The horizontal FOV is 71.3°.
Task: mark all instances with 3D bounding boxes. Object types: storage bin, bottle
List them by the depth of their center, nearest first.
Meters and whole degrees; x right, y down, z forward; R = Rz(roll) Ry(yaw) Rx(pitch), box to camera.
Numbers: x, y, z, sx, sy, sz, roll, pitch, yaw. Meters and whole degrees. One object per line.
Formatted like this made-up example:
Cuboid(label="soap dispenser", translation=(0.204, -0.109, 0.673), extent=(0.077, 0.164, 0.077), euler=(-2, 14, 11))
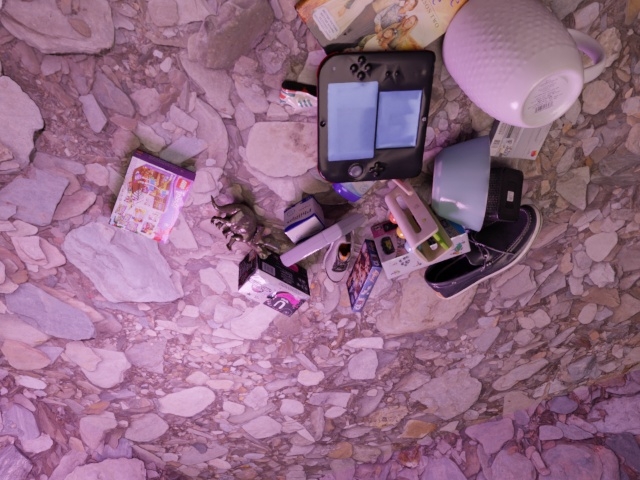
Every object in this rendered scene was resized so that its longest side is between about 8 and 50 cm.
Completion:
Cuboid(label="bottle", translation=(0.164, -0.257, 1.482), extent=(0.118, 0.092, 0.283), euler=(29, 120, -30))
Cuboid(label="storage bin", translation=(0.630, -0.159, 1.558), extent=(0.122, 0.084, 0.180), euler=(4, 92, -33))

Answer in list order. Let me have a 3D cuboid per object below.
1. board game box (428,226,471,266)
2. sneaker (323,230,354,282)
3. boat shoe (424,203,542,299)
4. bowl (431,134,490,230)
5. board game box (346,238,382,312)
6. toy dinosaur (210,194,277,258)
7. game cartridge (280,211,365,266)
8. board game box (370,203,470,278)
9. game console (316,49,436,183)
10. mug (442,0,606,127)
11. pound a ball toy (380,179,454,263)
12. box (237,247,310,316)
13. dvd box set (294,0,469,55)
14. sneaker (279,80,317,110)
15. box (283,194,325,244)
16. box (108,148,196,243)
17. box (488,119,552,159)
Cuboid(label="board game box", translation=(0.492, -0.001, 1.762), extent=(0.211, 0.039, 0.160), euler=(-27, 127, 12))
Cuboid(label="sneaker", translation=(0.072, 0.066, 1.720), extent=(0.100, 0.108, 0.272), euler=(1, 129, -10))
Cuboid(label="boat shoe", translation=(0.597, 0.042, 1.675), extent=(0.156, 0.187, 0.500), euler=(27, 123, -34))
Cuboid(label="bowl", translation=(0.455, -0.192, 1.473), extent=(0.163, 0.312, 0.312), euler=(6, 130, 14))
Cuboid(label="board game box", translation=(0.167, 0.140, 1.753), extent=(0.042, 0.165, 0.243), euler=(9, 126, -14))
Cuboid(label="toy dinosaur", translation=(-0.290, -0.064, 1.584), extent=(0.160, 0.121, 0.314), euler=(-27, 123, -1))
Cuboid(label="game cartridge", translation=(0.000, 0.000, 1.568), extent=(0.297, 0.198, 0.062), euler=(-30, 94, 38))
Cuboid(label="board game box", translation=(0.354, -0.008, 1.622), extent=(0.303, 0.224, 0.098), euler=(-21, 127, 8))
Cuboid(label="game console", translation=(0.156, -0.357, 1.323), extent=(0.341, 0.060, 0.387), euler=(-2, 123, -4))
Cuboid(label="mug", translation=(0.562, -0.475, 1.182), extent=(0.373, 0.328, 0.276), euler=(-14, 142, -6))
Cuboid(label="pound a ball toy", translation=(0.286, -0.092, 1.496), extent=(0.135, 0.319, 0.208), euler=(-38, 131, 17))
Cuboid(label="box", translation=(-0.181, 0.158, 1.721), extent=(0.247, 0.163, 0.142), euler=(30, 117, -27))
Cuboid(label="dvd box set", translation=(0.185, -0.635, 1.206), extent=(0.420, 0.062, 0.307), euler=(-32, 126, 17))
Cuboid(label="sneaker", translation=(-0.048, -0.428, 1.353), extent=(0.161, 0.057, 0.075), euler=(9, 143, -16))
Cuboid(label="box", translation=(-0.058, -0.074, 1.570), extent=(0.126, 0.137, 0.072), euler=(-29, 126, 15))
Cuboid(label="box", translation=(-0.569, -0.139, 1.504), extent=(0.200, 0.057, 0.293), euler=(22, 122, -22))
Cuboid(label="box", translation=(0.665, -0.351, 1.509), extent=(0.186, 0.038, 0.145), euler=(3, 128, -8))
